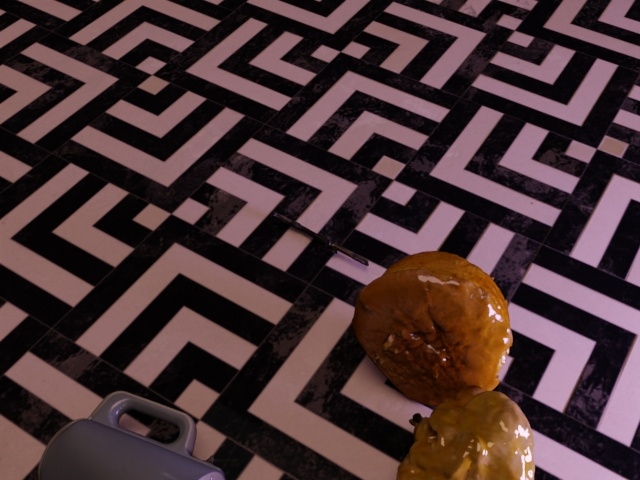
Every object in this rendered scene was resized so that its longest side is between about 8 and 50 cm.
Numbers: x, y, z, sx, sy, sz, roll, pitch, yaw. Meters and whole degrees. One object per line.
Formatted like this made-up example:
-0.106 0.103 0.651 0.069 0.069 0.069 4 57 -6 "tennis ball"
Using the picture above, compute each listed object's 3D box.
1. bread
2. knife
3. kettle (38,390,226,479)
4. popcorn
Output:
0.187 0.136 1.240 0.268 0.268 0.146 15 33 12 "bread"
0.001 0.000 1.485 0.222 0.045 0.021 29 92 18 "knife"
-0.265 0.333 1.106 0.243 0.160 0.211 21 61 23 "kettle"
0.217 0.319 1.107 0.191 0.190 0.254 19 47 6 "popcorn"
